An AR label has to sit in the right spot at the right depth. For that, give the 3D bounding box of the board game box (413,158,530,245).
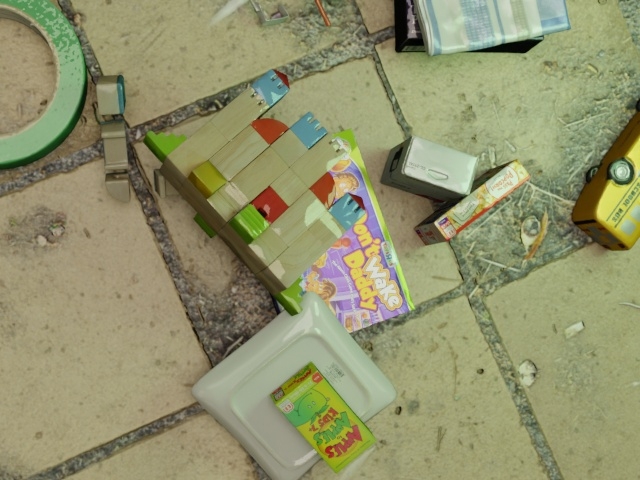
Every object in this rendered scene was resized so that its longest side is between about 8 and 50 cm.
[{"bbox_3d":[0.272,-0.068,1.794,0.193,0.147,0.045,-37,93,-8],"label":"board game box"}]

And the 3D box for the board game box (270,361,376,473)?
[{"bbox_3d":[0.006,0.305,1.699,0.092,0.043,0.181,-39,112,-2],"label":"board game box"}]

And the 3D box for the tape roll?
[{"bbox_3d":[-0.568,-0.285,1.709,0.321,0.077,0.321,1,86,-9],"label":"tape roll"}]

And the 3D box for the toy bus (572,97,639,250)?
[{"bbox_3d":[0.613,-0.149,1.870,0.130,0.108,0.332,38,82,-6],"label":"toy bus"}]

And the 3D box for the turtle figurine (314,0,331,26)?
[{"bbox_3d":[0.069,-0.531,1.780,0.087,0.217,0.269,10,72,-45],"label":"turtle figurine"}]

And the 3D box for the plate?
[{"bbox_3d":[-0.037,0.272,1.726,0.278,0.045,0.277,-39,111,-2],"label":"plate"}]

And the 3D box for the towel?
[{"bbox_3d":[0.300,-0.453,1.774,0.285,0.034,0.209,-12,89,-10],"label":"towel"}]

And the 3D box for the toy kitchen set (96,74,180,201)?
[{"bbox_3d":[-0.302,-0.185,1.744,0.166,0.122,0.207,-5,108,-9],"label":"toy kitchen set"}]

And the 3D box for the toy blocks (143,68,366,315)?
[{"bbox_3d":[-0.073,-0.103,1.663,0.261,0.191,0.381,-43,93,-20],"label":"toy blocks"}]

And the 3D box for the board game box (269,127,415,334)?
[{"bbox_3d":[0.000,0.000,1.782,0.233,0.078,0.347,-20,90,-9],"label":"board game box"}]

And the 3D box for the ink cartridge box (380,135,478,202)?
[{"bbox_3d":[0.193,-0.125,1.769,0.127,0.175,0.072,18,85,-8],"label":"ink cartridge box"}]

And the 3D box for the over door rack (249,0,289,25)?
[{"bbox_3d":[-0.145,-0.542,1.698,0.324,0.239,0.108,50,58,-3],"label":"over door rack"}]

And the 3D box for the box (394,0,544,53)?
[{"bbox_3d":[0.273,-0.450,1.838,0.261,0.103,0.184,-2,85,-9],"label":"box"}]
